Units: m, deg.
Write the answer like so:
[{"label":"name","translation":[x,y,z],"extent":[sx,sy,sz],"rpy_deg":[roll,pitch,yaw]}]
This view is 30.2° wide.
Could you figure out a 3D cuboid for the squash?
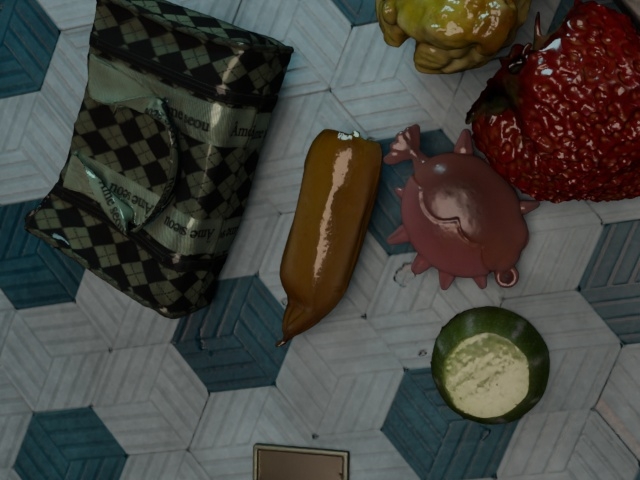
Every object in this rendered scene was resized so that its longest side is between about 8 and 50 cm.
[{"label":"squash","translation":[0.230,0.179,1.627],"extent":[0.170,0.123,0.170],"rpy_deg":[1,93,10]}]

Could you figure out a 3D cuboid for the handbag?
[{"label":"handbag","translation":[-0.252,-0.137,1.728],"extent":[0.316,0.180,0.416],"rpy_deg":[23,104,22]}]

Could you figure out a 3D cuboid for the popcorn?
[{"label":"popcorn","translation":[0.176,-0.334,1.526],"extent":[0.225,0.332,0.265],"rpy_deg":[22,131,-12]}]

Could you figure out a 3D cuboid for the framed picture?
[{"label":"framed picture","translation":[-0.031,0.407,1.765],"extent":[0.150,0.015,0.203],"rpy_deg":[1,93,16]}]

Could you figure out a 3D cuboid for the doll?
[{"label":"doll","translation":[0.187,-0.044,1.631],"extent":[0.211,0.093,0.262],"rpy_deg":[-45,86,8]}]

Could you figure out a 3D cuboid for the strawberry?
[{"label":"strawberry","translation":[0.337,-0.157,1.507],"extent":[0.261,0.261,0.258],"rpy_deg":[-41,78,15]}]

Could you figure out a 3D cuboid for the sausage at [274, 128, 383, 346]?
[{"label":"sausage","translation":[0.004,0.003,1.685],"extent":[0.112,0.112,0.328],"rpy_deg":[18,99,14]}]

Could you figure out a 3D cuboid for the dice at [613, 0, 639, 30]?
[{"label":"dice","translation":[0.438,-0.375,1.489],"extent":[0.192,0.194,0.193],"rpy_deg":[-41,83,13]}]
